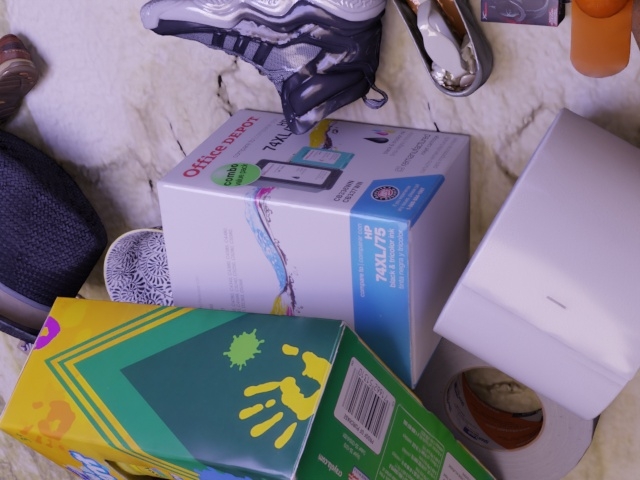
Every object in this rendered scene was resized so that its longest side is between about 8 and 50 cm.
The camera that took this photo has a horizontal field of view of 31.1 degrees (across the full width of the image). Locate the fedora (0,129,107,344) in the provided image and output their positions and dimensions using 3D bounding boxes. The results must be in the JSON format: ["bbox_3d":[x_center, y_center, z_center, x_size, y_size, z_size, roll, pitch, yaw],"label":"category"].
[{"bbox_3d":[-0.375,-0.027,1.369,0.334,0.334,0.152,41,98,-1],"label":"fedora"}]

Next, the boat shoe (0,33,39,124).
[{"bbox_3d":[-0.400,-0.183,1.384,0.178,0.064,0.060,-34,67,39],"label":"boat shoe"}]

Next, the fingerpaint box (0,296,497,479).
[{"bbox_3d":[-0.051,0.244,1.230,0.371,0.163,0.445,3,150,34],"label":"fingerpaint box"}]

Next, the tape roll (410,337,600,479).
[{"bbox_3d":[0.203,0.169,1.285,0.219,0.072,0.219,13,123,20],"label":"tape roll"}]

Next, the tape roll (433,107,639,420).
[{"bbox_3d":[0.236,0.021,1.072,0.169,0.246,0.246,31,127,7],"label":"tape roll"}]

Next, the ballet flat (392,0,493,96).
[{"bbox_3d":[0.100,-0.233,1.095,0.072,0.068,0.213,-22,107,31],"label":"ballet flat"}]

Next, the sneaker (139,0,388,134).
[{"bbox_3d":[-0.057,-0.188,1.177,0.268,0.101,0.153,3,117,22],"label":"sneaker"}]

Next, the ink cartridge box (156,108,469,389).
[{"bbox_3d":[0.000,0.000,1.203,0.270,0.198,0.197,9,122,21],"label":"ink cartridge box"}]

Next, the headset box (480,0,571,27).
[{"bbox_3d":[0.193,-0.235,1.071,0.083,0.032,0.062,10,122,23],"label":"headset box"}]

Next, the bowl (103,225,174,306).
[{"bbox_3d":[-0.169,0.043,1.386,0.170,0.080,0.170,12,122,19],"label":"bowl"}]

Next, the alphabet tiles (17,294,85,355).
[{"bbox_3d":[-0.332,0.183,1.596,0.198,0.009,0.237,37,127,2],"label":"alphabet tiles"}]

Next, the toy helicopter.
[{"bbox_3d":[0.264,-0.200,0.930,0.140,0.235,0.355,-16,111,32],"label":"toy helicopter"}]
